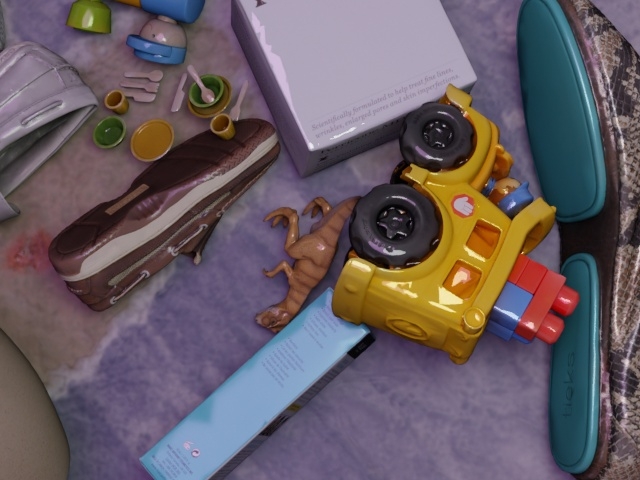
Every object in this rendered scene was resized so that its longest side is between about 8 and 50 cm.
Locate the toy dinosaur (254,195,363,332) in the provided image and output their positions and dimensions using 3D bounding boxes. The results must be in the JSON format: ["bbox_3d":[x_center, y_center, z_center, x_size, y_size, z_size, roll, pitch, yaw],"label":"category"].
[{"bbox_3d":[0.000,0.000,1.483,0.064,0.211,0.112,6,41,-31],"label":"toy dinosaur"}]

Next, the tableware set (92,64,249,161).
[{"bbox_3d":[-0.152,-0.127,1.527,0.154,0.024,0.104,8,69,23],"label":"tableware set"}]

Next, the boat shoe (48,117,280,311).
[{"bbox_3d":[-0.143,-0.023,1.523,0.257,0.095,0.095,-33,123,-10],"label":"boat shoe"}]

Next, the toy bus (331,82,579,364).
[{"bbox_3d":[0.140,0.000,1.381,0.211,0.149,0.220,25,69,9],"label":"toy bus"}]

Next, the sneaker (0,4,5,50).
[{"bbox_3d":[-0.418,-0.308,1.567,0.151,0.094,0.256,-10,84,-2],"label":"sneaker"}]

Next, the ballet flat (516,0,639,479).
[{"bbox_3d":[0.294,-0.008,1.454,0.182,0.164,0.483,-4,88,-17],"label":"ballet flat"}]

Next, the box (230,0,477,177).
[{"bbox_3d":[0.029,-0.184,1.487,0.181,0.119,0.182,-23,81,-7],"label":"box"}]

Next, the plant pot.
[{"bbox_3d":[-0.348,0.203,1.435,0.191,0.284,0.284,32,86,-27],"label":"plant pot"}]

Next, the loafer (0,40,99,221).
[{"bbox_3d":[-0.352,-0.054,1.524,0.111,0.112,0.319,39,87,17],"label":"loafer"}]

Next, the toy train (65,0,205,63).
[{"bbox_3d":[-0.230,-0.276,1.558,0.248,0.105,0.143,17,102,14],"label":"toy train"}]

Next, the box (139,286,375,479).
[{"bbox_3d":[-0.057,0.151,1.476,0.244,0.100,0.060,-42,80,-1],"label":"box"}]
